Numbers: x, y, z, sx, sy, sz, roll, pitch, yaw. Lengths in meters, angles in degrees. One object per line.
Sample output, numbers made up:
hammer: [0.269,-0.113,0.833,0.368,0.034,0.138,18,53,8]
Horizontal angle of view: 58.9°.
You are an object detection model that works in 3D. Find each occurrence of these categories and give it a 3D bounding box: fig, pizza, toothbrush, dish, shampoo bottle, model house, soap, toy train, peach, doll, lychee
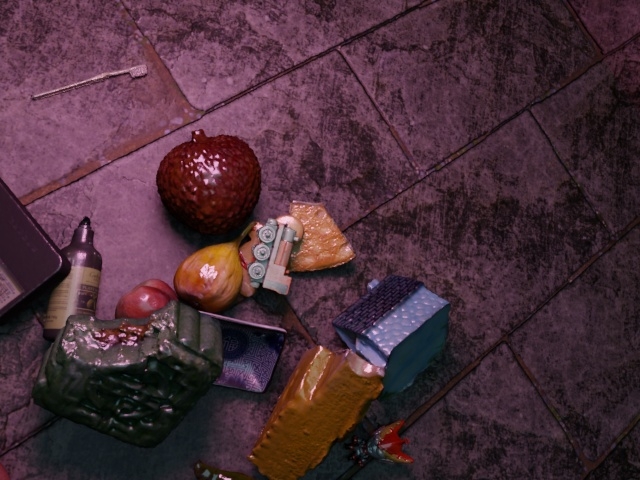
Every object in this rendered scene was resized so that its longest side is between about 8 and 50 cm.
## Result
fig: [-0.238,0.052,1.377,0.159,0.159,0.257,39,72,-7]
pizza: [-0.005,-0.008,1.511,0.204,0.080,0.188,3,92,-8]
toothbrush: [-0.579,-0.402,1.434,0.294,0.026,0.028,-20,86,-21]
dish: [-0.221,0.256,1.362,0.243,0.080,0.182,15,107,-17]
shampoo bottle: [-0.555,0.088,1.290,0.101,0.101,0.284,7,75,-17]
model house: [0.163,0.235,1.481,0.261,0.226,0.241,-34,53,-26]
soap: [-0.017,0.422,1.290,0.169,0.304,0.339,32,70,-6]
toy train: [-0.114,0.038,1.398,0.118,0.074,0.176,17,86,-12]
peach: [-0.389,0.167,1.313,0.152,0.152,0.152,4,76,-18]
doll: [0.148,0.531,1.458,0.169,0.057,0.109,-9,63,-8]
lychee: [-0.266,-0.139,1.369,0.260,0.260,0.260,4,76,-18]

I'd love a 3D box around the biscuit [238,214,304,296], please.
biscuit: [-0.142,0.023,1.444,0.234,0.030,0.153,-38,93,-1]

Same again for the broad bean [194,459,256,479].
broad bean: [-0.154,0.612,1.329,0.339,0.061,0.077,39,80,-7]

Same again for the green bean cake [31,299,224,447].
green bean cake: [-0.392,0.259,1.182,0.308,0.169,0.300,32,106,-24]

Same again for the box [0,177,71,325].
box: [-0.726,-0.002,1.226,0.211,0.058,0.350,-40,81,-10]

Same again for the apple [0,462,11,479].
apple: [-0.737,0.510,1.059,0.306,0.235,0.306,4,78,-18]
